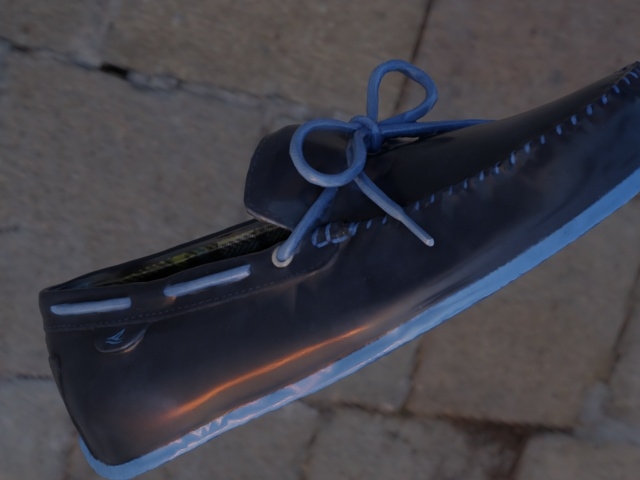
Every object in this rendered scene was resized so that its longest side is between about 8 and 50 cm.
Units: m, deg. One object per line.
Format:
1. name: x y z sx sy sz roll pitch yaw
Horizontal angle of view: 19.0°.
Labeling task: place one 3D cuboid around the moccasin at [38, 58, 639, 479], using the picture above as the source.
1. moccasin: 0.000 0.000 0.881 0.117 0.342 0.138 61 20 -1
